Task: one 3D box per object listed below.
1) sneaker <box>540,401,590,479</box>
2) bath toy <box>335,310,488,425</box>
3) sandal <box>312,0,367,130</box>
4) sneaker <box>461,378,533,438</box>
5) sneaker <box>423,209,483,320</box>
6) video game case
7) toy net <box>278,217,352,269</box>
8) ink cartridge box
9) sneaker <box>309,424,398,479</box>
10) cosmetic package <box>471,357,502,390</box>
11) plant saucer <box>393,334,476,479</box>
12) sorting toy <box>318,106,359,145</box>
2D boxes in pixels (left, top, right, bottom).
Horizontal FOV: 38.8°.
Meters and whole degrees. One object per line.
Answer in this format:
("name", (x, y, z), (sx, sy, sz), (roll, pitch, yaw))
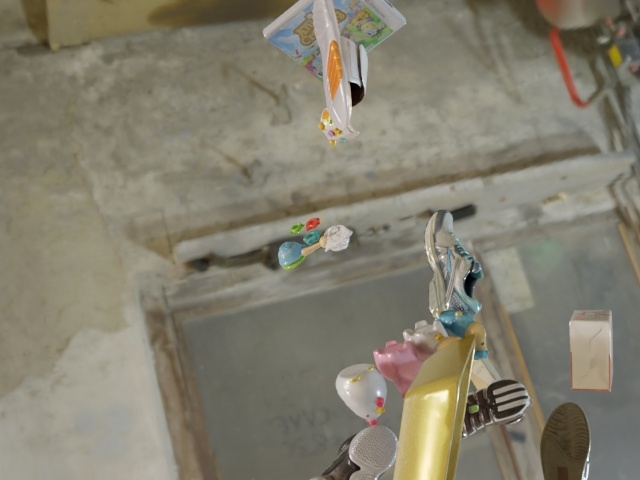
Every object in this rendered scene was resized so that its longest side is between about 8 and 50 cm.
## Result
("sneaker", (0.425, 0.394, 1.583), (0.083, 0.222, 0.118), (3, 169, 17))
("bath toy", (0.194, 0.271, 1.905), (0.348, 0.129, 0.151), (-26, -167, -28))
("sandal", (0.045, -0.325, 1.593), (0.076, 0.265, 0.102), (-5, 165, -15))
("sneaker", (0.333, 0.384, 1.971), (0.281, 0.106, 0.162), (-18, 155, 24))
("sneaker", (0.322, 0.056, 2.129), (0.122, 0.283, 0.110), (-16, 155, 30))
("video game case", (0.029, -0.413, 1.758), (0.212, 0.023, 0.193), (-33, 140, 25))
("toy net", (0.000, 0.000, 2.005), (0.232, 0.045, 0.122), (-8, -142, 46))
("ink cartridge box", (0.463, 0.181, 1.550), (0.067, 0.115, 0.198), (-1, -178, 19))
("sneaker", (0.041, 0.464, 1.740), (0.268, 0.101, 0.153), (-44, 173, -9))
("cosmetic package", (0.419, 0.343, 2.359), (0.041, 0.115, 0.060), (19, 117, -36))
("plant saucer", (0.169, 0.327, 1.406), (0.081, 0.333, 0.332), (9, -173, 13))
("sorting toy", (0.042, -0.227, 1.814), (0.045, 0.083, 0.075), (-47, -159, -29))
